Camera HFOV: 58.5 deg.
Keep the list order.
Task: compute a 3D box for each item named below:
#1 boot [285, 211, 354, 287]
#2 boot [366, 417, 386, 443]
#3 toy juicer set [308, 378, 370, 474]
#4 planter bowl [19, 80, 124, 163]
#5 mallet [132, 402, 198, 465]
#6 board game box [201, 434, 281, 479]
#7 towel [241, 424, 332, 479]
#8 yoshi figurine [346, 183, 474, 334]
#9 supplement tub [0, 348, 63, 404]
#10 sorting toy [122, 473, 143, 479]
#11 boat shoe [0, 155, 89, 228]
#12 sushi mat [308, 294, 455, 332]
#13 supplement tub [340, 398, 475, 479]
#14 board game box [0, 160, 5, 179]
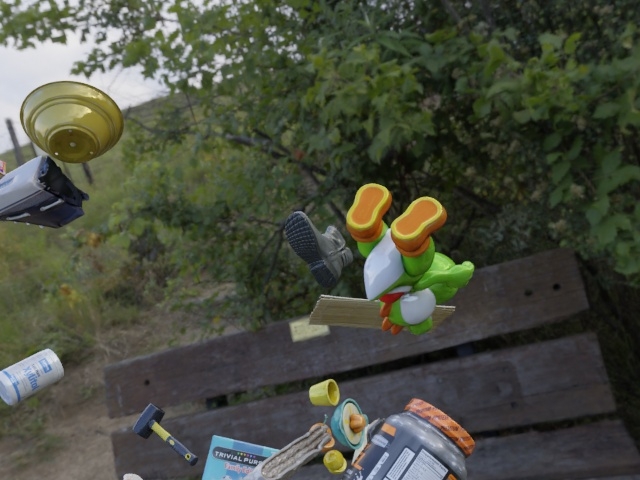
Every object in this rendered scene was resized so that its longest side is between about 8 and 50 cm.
[{"bbox_3d":[0.000,0.000,1.605,0.084,0.246,0.161,-17,23,32],"label":"boot"},{"bbox_3d":[0.103,0.389,0.972,0.077,0.197,0.137,-28,7,-30],"label":"boot"},{"bbox_3d":[0.079,0.533,1.545,0.090,0.329,0.209,-18,44,25],"label":"toy juicer set"},{"bbox_3d":[-0.549,-0.237,1.268,0.217,0.090,0.217,-12,-39,-10],"label":"planter bowl"},{"bbox_3d":[-0.286,0.368,1.044,0.062,0.039,0.190,-51,40,-12],"label":"mallet"},{"bbox_3d":[-0.291,0.870,1.964,0.254,0.335,0.079,15,-24,-8],"label":"board game box"},{"bbox_3d":[-0.091,0.452,1.096,0.187,0.049,0.282,-48,-19,19],"label":"towel"},{"bbox_3d":[0.178,0.036,1.083,0.203,0.362,0.203,-16,49,5],"label":"yoshi figurine"},{"bbox_3d":[-0.574,0.268,1.125,0.071,0.071,0.107,-12,13,44],"label":"supplement tub"},{"bbox_3d":[-0.303,0.422,0.935,0.075,0.045,0.083,15,-60,-50],"label":"sorting toy"},{"bbox_3d":[-0.714,-0.072,1.352,0.341,0.158,0.127,-15,49,22],"label":"boat shoe"},{"bbox_3d":[0.135,0.171,1.309,0.317,0.019,0.151,6,-29,-12],"label":"sushi mat"},{"bbox_3d":[0.090,0.288,0.665,0.190,0.117,0.117,-49,17,-19],"label":"supplement tub"},{"bbox_3d":[-0.788,-0.147,1.182,0.147,0.045,0.193,-37,-39,16],"label":"board game box"}]
